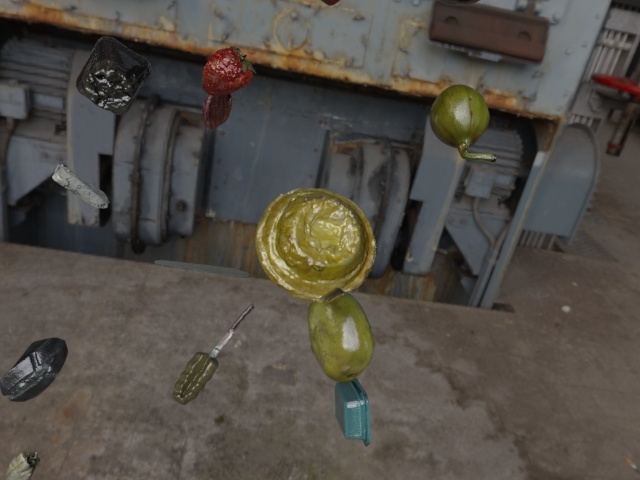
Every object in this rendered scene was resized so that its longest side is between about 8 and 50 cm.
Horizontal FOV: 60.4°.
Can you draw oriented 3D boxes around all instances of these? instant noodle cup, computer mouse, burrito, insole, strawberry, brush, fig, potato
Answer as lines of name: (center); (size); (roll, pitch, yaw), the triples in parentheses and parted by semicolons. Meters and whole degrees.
instant noodle cup: (0.086, 0.476, 1.558); (0.070, 0.157, 0.179); (-5, 11, -10)
computer mouse: (-0.741, 0.338, 1.439); (0.062, 0.106, 0.192); (8, 51, 51)
burrito: (-0.709, 0.561, 1.296); (0.058, 0.229, 0.063); (41, 32, 21)
insole: (-0.288, 0.067, 1.344); (0.232, 0.003, 0.080); (9, 10, -9)
strawberry: (-0.265, -0.471, 1.554); (0.131, 0.148, 0.131); (39, -5, 4)
brush: (-0.268, 0.280, 1.403); (0.071, 0.301, 0.084); (37, -13, 2)
burrito: (-0.771, -0.168, 1.780); (0.203, 0.064, 0.064); (42, 2, -42)
fig: (0.329, -0.267, 1.299); (0.148, 0.186, 0.142); (15, -16, -14)
potato: (0.054, 0.254, 1.483); (0.148, 0.197, 0.228); (9, 41, -53)

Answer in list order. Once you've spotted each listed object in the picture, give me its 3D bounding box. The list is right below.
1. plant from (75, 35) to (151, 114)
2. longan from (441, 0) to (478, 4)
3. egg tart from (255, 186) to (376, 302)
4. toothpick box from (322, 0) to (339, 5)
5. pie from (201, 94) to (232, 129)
plant: (-0.511, -0.400, 1.355); (0.142, 0.164, 0.256); (30, 14, -23)
longan: (0.271, -0.546, 1.044); (0.198, 0.198, 0.212); (7, 62, -11)
egg tart: (0.000, 0.000, 1.245); (0.290, 0.290, 0.115); (3, -15, -17)
toothpick box: (-0.048, -0.987, 1.884); (0.333, 0.204, 0.204); (37, 31, 8)
pie: (-0.333, -0.432, 1.770); (0.038, 0.154, 0.153); (21, 27, 17)
